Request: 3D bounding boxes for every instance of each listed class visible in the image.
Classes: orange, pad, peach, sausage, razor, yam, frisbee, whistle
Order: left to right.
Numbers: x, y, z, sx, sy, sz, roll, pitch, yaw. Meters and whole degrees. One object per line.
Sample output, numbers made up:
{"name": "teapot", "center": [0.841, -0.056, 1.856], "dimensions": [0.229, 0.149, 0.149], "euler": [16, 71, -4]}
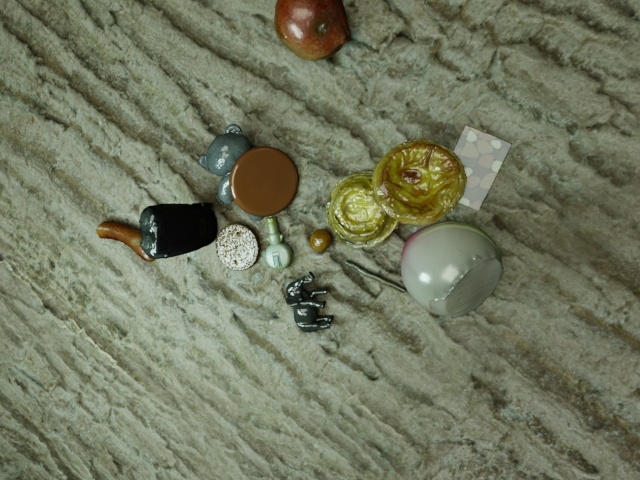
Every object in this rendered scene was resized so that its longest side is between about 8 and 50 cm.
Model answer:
{"name": "sausage", "center": [-0.788, -0.008, 1.843], "dimensions": [0.302, 0.076, 0.102], "euler": [22, 112, 14]}
{"name": "razor", "center": [-0.498, -0.044, 1.617], "dimensions": [0.107, 0.327, 0.189], "euler": [1, 99, 24]}
{"name": "frisbee", "center": [-0.194, -0.203, 1.574], "dimensions": [0.251, 0.021, 0.250], "euler": [-6, 106, -21]}
{"name": "whistle", "center": [-0.165, 0.012, 1.659], "dimensions": [0.104, 0.057, 0.198], "euler": [-9, 97, 18]}
{"name": "peach", "center": [-0.015, -0.683, 1.420], "dimensions": [0.257, 0.232, 0.232], "euler": [26, 105, 23]}
{"name": "orange", "center": [0.000, 0.000, 1.596], "dimensions": [0.085, 0.085, 0.085], "euler": [3, 99, 17]}
{"name": "yam", "center": [0.190, 0.129, 1.584], "dimensions": [0.234, 0.029, 0.027], "euler": [26, 63, 13]}
{"name": "pad", "center": [0.487, -0.231, 1.445], "dimensions": [0.158, 0.003, 0.235], "euler": [26, 105, 12]}

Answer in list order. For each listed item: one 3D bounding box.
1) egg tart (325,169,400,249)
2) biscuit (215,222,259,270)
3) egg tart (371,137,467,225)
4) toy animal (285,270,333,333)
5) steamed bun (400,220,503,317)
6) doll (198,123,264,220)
{"name": "egg tart", "center": [0.139, -0.101, 1.528], "dimensions": [0.279, 0.095, 0.278], "euler": [2, 98, 18]}
{"name": "biscuit", "center": [-0.317, 0.025, 1.725], "dimensions": [0.188, 0.027, 0.187], "euler": [3, 99, 19]}
{"name": "egg tart", "center": [0.308, -0.179, 1.427], "dimensions": [0.295, 0.116, 0.294], "euler": [-1, 81, 8]}
{"name": "toy animal", "center": [-0.044, 0.231, 1.624], "dimensions": [0.146, 0.114, 0.245], "euler": [-6, 96, 18]}
{"name": "steamed bun", "center": [0.377, 0.065, 1.395], "dimensions": [0.309, 0.309, 0.309], "euler": [3, 99, 17]}
{"name": "doll", "center": [-0.279, -0.233, 1.629], "dimensions": [0.246, 0.158, 0.340], "euler": [-36, 115, 9]}
